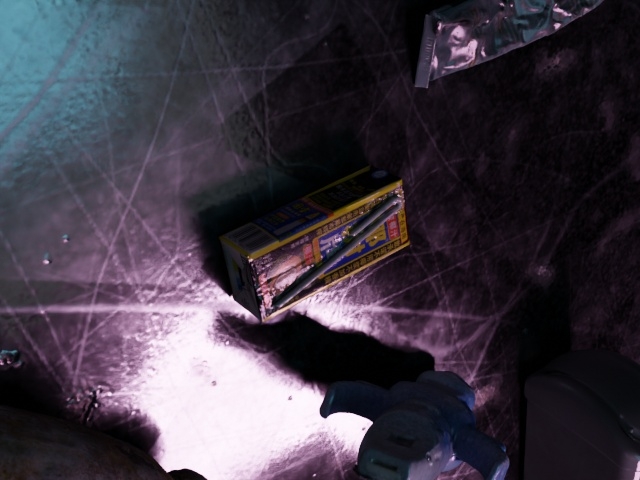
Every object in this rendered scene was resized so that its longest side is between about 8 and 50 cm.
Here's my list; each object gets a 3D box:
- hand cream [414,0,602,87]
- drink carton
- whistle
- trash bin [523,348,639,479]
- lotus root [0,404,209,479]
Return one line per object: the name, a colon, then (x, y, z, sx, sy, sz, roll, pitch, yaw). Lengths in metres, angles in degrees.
hand cream: (0.191, -0.215, 0.849, 0.248, 0.052, 0.075, -29, 124, -23)
drink carton: (0.000, 0.000, 0.803, 0.166, 0.056, 0.071, -27, 127, -25)
whistle: (0.095, 0.183, 0.889, 0.093, 0.180, 0.269, -70, 165, 7)
trash bin: (0.322, 0.245, 1.079, 0.101, 0.177, 0.236, -22, 126, -28)
lotus root: (-0.210, 0.212, 0.676, 0.350, 0.175, 0.175, 22, 96, -42)
